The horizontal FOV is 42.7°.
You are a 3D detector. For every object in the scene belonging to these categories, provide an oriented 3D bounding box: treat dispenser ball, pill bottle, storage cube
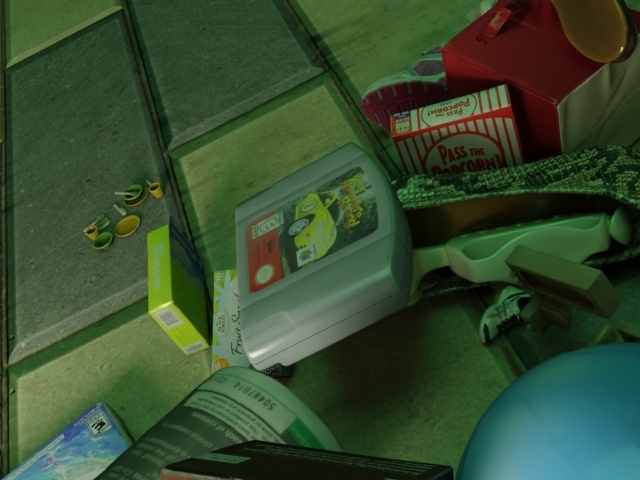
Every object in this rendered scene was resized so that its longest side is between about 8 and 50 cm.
[{"bbox_3d":[0.246,0.223,0.634,0.288,0.288,0.288,-15,44,15],"label":"treat dispenser ball"},{"bbox_3d":[-0.150,0.302,0.766,0.204,0.204,0.361,16,42,37],"label":"pill bottle"},{"bbox_3d":[0.302,-0.201,1.077,0.184,0.215,0.193,-40,50,-13],"label":"storage cube"}]

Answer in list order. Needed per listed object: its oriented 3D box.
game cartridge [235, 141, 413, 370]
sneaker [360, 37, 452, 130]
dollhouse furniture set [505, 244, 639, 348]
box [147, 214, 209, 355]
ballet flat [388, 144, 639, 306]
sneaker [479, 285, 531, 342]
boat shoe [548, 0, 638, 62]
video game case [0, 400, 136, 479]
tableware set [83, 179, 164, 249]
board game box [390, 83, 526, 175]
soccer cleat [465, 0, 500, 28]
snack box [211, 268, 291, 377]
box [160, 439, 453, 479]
[{"bbox_3d":[0.000,0.000,0.913,0.196,0.060,0.294,-25,33,8],"label":"game cartridge"},{"bbox_3d":[0.183,-0.246,1.269,0.253,0.103,0.111,-13,43,4],"label":"sneaker"},{"bbox_3d":[0.248,0.111,0.830,0.123,0.151,0.144,-50,31,-10],"label":"dollhouse furniture set"},{"bbox_3d":[-0.201,0.060,1.156,0.043,0.109,0.178,-23,42,9],"label":"box"},{"bbox_3d":[0.164,0.001,0.973,0.483,0.164,0.182,-11,26,15],"label":"ballet flat"},{"bbox_3d":[0.219,0.089,0.968,0.037,0.032,0.083,19,61,39],"label":"sneaker"},{"bbox_3d":[0.313,-0.286,0.964,0.073,0.073,0.207,0,53,-35],"label":"boat shoe"},{"bbox_3d":[-0.308,0.356,0.963,0.269,0.061,0.244,-40,45,-12],"label":"video game case"},{"bbox_3d":[-0.334,-0.049,1.394,0.154,0.024,0.104,-40,44,-13],"label":"tableware set"},{"bbox_3d":[0.186,-0.094,1.042,0.147,0.193,0.045,-14,44,16],"label":"board game box"},{"bbox_3d":[0.267,-0.352,1.313,0.076,0.068,0.196,-25,11,20],"label":"soccer cleat"},{"bbox_3d":[-0.089,0.107,1.061,0.100,0.037,0.141,-6,76,24],"label":"snack box"},{"bbox_3d":[-0.012,0.357,0.609,0.191,0.143,0.381,1,89,28],"label":"box"}]
